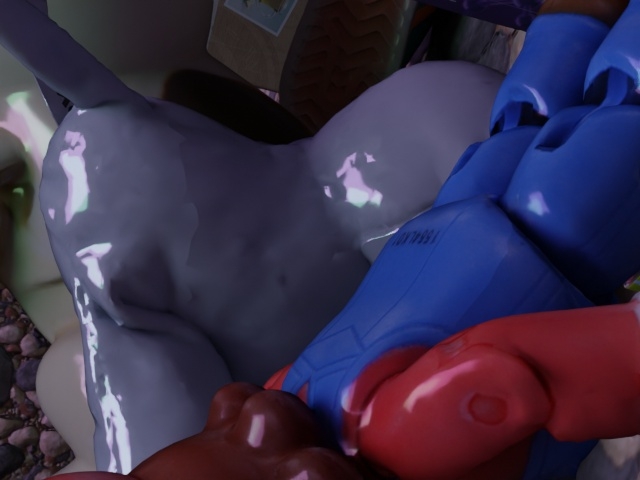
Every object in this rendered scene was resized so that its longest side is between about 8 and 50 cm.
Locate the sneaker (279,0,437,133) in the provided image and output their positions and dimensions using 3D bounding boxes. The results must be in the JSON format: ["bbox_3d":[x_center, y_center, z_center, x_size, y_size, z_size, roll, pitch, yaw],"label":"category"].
[{"bbox_3d":[0.054,-0.218,0.949,0.302,0.108,0.121,-63,4,20],"label":"sneaker"}]

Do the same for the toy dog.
[{"bbox_3d":[-0.131,-0.055,0.860,0.395,0.284,0.408,-30,87,50],"label":"toy dog"}]

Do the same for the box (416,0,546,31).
[{"bbox_3d":[0.099,-0.219,0.657,0.207,0.153,0.108,121,158,-56],"label":"box"}]

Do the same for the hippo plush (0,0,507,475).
[{"bbox_3d":[0.000,0.000,0.632,0.234,0.236,0.294,-116,13,-84],"label":"hippo plush"}]

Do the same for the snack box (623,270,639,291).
[{"bbox_3d":[0.154,-0.059,0.515,0.100,0.037,0.141,123,157,-51],"label":"snack box"}]

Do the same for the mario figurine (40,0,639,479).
[{"bbox_3d":[0.046,0.069,0.391,0.320,0.170,0.198,-49,-21,-15],"label":"mario figurine"}]

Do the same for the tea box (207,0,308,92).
[{"bbox_3d":[-0.081,-0.337,1.402,0.323,0.220,0.329,-144,69,-76],"label":"tea box"}]
